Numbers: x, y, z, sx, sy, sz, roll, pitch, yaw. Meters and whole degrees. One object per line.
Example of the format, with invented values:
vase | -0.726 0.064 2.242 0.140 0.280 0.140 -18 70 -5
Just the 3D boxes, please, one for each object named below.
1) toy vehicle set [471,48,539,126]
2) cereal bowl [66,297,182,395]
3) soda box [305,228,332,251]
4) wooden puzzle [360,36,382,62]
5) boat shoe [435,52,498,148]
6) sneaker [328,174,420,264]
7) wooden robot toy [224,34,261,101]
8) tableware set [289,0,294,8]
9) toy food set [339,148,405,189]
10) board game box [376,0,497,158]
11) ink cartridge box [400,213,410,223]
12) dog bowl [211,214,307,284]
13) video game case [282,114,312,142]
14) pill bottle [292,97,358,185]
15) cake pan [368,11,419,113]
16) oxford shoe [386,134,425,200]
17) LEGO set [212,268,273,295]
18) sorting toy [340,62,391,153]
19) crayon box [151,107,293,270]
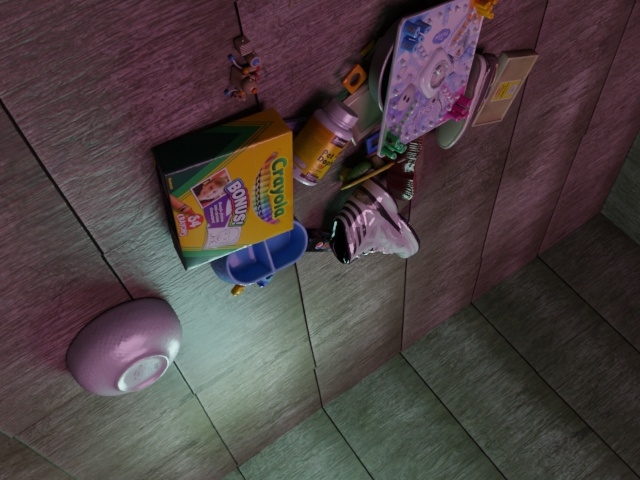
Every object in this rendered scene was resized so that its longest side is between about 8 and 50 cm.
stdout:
toy vehicle set | 0.598 -0.501 2.263 0.166 0.035 0.267 -16 143 -38
cereal bowl | -0.539 0.329 1.963 0.339 0.141 0.339 -29 149 -20
soda box | 0.000 0.000 2.234 0.169 0.053 0.060 1 131 -52
wooden puzzle | 0.151 -0.489 1.767 0.078 0.014 0.116 -46 151 19
boat shoe | 0.452 -0.426 2.116 0.097 0.116 0.324 -15 137 -34
sneaker | 0.159 -0.011 2.279 0.257 0.169 0.447 -45 143 -3
wooden robot toy | -0.155 -0.359 1.512 0.076 0.079 0.173 -22 147 -31
tableware set | -0.019 -0.584 1.399 0.128 0.039 0.194 -35 156 -29
toy food set | 0.144 -0.227 2.045 0.218 0.071 0.128 -25 -176 14
board game box | 0.317 -0.443 1.841 0.390 0.050 0.390 -32 143 -37
ink cartridge box | 0.292 -0.050 2.520 0.028 0.048 0.083 -21 147 -32
dog bowl | -0.166 0.026 1.970 0.297 0.074 0.166 -26 117 -23
video game case | -0.101 -0.238 1.807 0.274 0.026 0.196 -16 143 -36
pill bottle | 0.001 -0.254 1.757 0.215 0.117 0.117 -52 150 20
cake pan | 0.228 -0.464 1.794 0.293 0.054 0.293 -36 145 -30
oxford shoe | 0.268 -0.288 2.127 0.348 0.123 0.130 92 24 -49
LEGO set | -0.234 0.115 2.081 0.227 0.087 0.093 10 124 -54
sorting toy | 0.131 -0.377 1.866 0.196 0.047 0.348 -43 150 -5
crayon box | -0.227 -0.118 1.700 0.313 0.106 0.363 -21 146 -17
